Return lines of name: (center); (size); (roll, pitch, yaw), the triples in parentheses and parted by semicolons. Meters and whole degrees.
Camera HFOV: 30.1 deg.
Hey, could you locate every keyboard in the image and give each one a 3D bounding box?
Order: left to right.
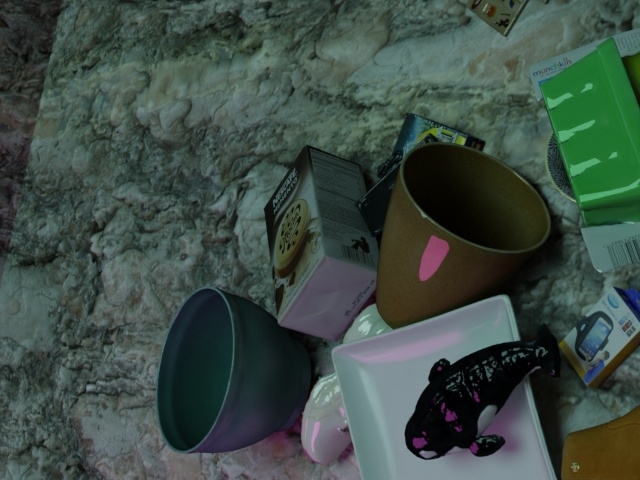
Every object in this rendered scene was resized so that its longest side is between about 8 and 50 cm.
keyboard: (0.130, -0.096, 1.935); (0.180, 0.023, 0.108); (-43, 51, 22)

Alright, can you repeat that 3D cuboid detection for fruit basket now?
fruit basket: (0.471, -0.143, 1.493); (0.353, 0.165, 0.327); (-15, 62, 5)

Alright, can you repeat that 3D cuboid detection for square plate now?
square plate: (0.189, 0.285, 1.756); (0.347, 0.049, 0.344); (-22, 78, 40)

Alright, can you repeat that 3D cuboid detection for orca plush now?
orca plush: (0.204, 0.224, 1.639); (0.287, 0.102, 0.151); (-28, 74, 38)

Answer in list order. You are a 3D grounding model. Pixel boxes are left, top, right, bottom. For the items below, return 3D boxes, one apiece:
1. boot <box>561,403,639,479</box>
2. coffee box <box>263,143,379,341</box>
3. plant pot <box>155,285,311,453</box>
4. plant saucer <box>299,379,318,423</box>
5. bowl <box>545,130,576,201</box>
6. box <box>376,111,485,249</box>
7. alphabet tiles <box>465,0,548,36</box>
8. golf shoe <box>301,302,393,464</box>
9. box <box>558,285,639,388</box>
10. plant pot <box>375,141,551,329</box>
boot: (0.403, 0.242, 1.525); (0.211, 0.104, 0.295); (-8, 77, 49)
coffee box: (0.000, 0.000, 2.017); (0.168, 0.119, 0.297); (-56, 27, 32)
plant pot: (-0.141, 0.241, 2.110); (0.293, 0.196, 0.293); (-29, 54, 51)
plant saucer: (-0.017, 0.287, 2.103); (0.083, 0.013, 0.083); (-20, 64, 46)
bowl: (0.401, -0.110, 1.633); (0.170, 0.080, 0.170); (-12, 63, 24)
box: (0.165, -0.080, 1.962); (0.159, 0.044, 0.233); (31, 104, 51)
alphabet tiles: (0.325, -0.454, 1.907); (0.237, 0.009, 0.198); (-60, 41, 20)
golf shoe: (0.069, 0.252, 1.932); (0.140, 0.115, 0.306); (43, 114, 44)
box: (0.394, 0.128, 1.631); (0.136, 0.028, 0.081); (-55, 43, 27)
plant pot: (0.184, 0.025, 1.790); (0.237, 0.237, 0.254); (63, 142, 40)
